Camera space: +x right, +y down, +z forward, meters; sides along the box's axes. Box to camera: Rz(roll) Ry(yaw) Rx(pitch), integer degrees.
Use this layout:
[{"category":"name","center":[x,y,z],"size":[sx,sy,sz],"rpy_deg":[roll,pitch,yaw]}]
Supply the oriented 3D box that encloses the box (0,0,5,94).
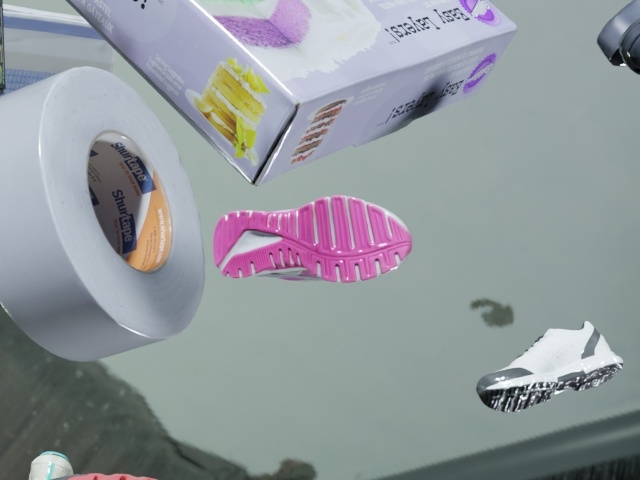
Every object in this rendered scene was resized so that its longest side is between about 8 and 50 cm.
[{"category":"box","center":[-0.397,-0.261,1.110],"size":[0.045,0.184,0.191],"rpy_deg":[-2,89,6]}]

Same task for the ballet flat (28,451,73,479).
[{"category":"ballet flat","center":[-0.291,0.284,1.093],"size":[0.057,0.052,0.168],"rpy_deg":[7,137,-6]}]

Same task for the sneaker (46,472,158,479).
[{"category":"sneaker","center":[-0.085,0.233,0.691],"size":[0.276,0.135,0.098],"rpy_deg":[20,93,-8]}]

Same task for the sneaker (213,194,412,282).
[{"category":"sneaker","center":[0.000,0.000,1.253],"size":[0.252,0.111,0.103],"rpy_deg":[2,89,29]}]

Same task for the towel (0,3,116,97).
[{"category":"towel","center":[-0.392,-0.175,1.406],"size":[0.034,0.209,0.285],"rpy_deg":[39,120,43]}]

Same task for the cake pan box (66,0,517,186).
[{"category":"cake pan box","center":[-0.030,-0.165,0.640],"size":[0.246,0.267,0.070],"rpy_deg":[47,129,14]}]

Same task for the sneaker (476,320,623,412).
[{"category":"sneaker","center":[0.154,0.087,0.723],"size":[0.109,0.044,0.040],"rpy_deg":[-12,148,-20]}]

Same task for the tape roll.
[{"category":"tape roll","center":[-0.175,-0.020,0.805],"size":[0.072,0.219,0.219],"rpy_deg":[-17,121,21]}]

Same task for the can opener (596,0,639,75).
[{"category":"can opener","center":[0.255,-0.160,0.618],"size":[0.186,0.073,0.059],"rpy_deg":[-34,149,9]}]
